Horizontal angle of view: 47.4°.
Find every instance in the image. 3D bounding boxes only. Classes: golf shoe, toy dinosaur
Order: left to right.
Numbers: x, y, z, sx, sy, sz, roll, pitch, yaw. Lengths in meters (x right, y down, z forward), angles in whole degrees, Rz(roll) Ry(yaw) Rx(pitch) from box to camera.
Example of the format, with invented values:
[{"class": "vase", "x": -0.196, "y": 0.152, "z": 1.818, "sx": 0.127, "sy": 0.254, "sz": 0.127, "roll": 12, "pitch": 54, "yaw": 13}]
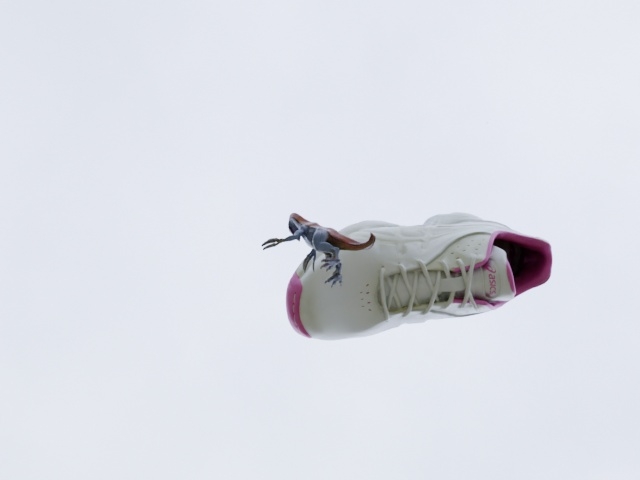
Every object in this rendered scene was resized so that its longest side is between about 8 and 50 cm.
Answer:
[{"class": "toy dinosaur", "x": 0.000, "y": 0.000, "z": 0.614, "sx": 0.090, "sy": 0.047, "sz": 0.082, "roll": -28, "pitch": -131, "yaw": 7}, {"class": "golf shoe", "x": 0.109, "y": 0.032, "z": 0.742, "sx": 0.140, "sy": 0.306, "sz": 0.115, "roll": 9, "pitch": -70, "yaw": 53}]
